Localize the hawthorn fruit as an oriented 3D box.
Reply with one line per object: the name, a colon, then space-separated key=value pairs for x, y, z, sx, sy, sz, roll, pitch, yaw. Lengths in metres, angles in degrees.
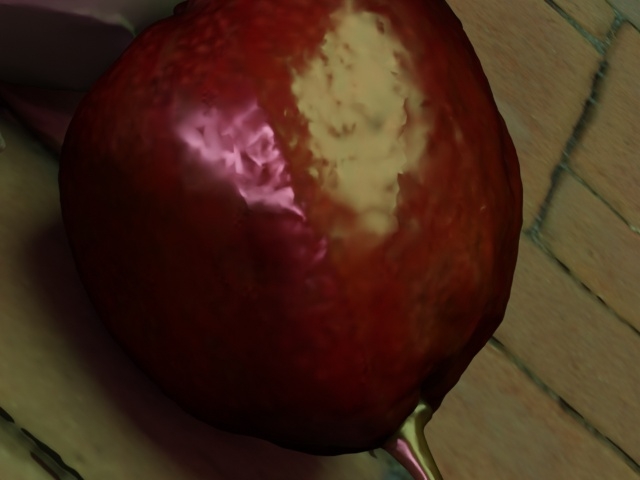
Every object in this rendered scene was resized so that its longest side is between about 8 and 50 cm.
hawthorn fruit: x=0.000 y=0.000 z=0.621 sx=0.189 sy=0.189 sz=0.251 roll=-2 pitch=65 yaw=-54

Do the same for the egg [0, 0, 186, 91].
egg: x=-0.113 y=-0.188 z=0.702 sx=0.176 sy=0.176 sz=0.232 roll=26 pitch=61 yaw=-30

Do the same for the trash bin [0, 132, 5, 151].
trash bin: x=-0.223 y=-0.038 z=0.397 sx=0.234 sy=0.184 sz=0.162 roll=40 pitch=24 yaw=20
